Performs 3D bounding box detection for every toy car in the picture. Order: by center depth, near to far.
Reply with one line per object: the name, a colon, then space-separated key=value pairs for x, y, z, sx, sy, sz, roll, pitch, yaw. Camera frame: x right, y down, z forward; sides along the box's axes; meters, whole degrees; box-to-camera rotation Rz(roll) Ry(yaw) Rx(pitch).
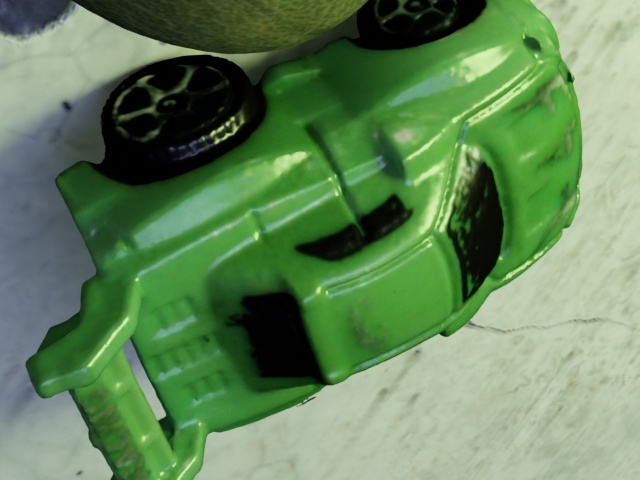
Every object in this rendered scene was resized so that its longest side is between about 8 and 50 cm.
toy car: x=0.000 y=0.000 z=0.850 sx=0.359 sy=0.176 sz=0.213 roll=-23 pitch=132 yaw=-8

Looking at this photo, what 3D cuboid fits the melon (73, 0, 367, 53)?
melon: x=-0.063 y=-0.218 z=0.615 sx=0.237 sy=0.237 sz=0.301 roll=-36 pitch=132 yaw=4
